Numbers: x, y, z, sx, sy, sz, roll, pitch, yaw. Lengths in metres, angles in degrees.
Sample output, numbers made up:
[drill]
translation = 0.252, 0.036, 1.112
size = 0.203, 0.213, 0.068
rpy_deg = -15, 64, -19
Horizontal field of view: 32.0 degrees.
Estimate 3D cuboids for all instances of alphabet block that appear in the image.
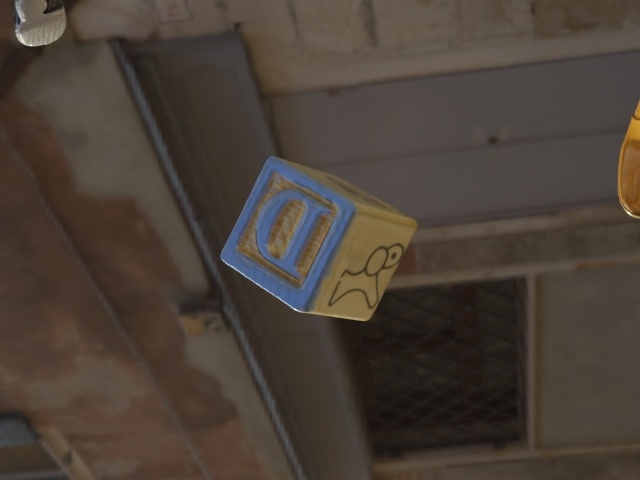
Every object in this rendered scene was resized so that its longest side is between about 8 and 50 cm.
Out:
[alphabet block]
translation = 0.000, 0.000, 1.754
size = 0.197, 0.193, 0.192
rpy_deg = 15, -74, -56

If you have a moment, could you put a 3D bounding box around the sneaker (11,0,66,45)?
[sneaker]
translation = -0.451, -0.438, 1.744
size = 0.153, 0.101, 0.268
rpy_deg = 64, 150, 21

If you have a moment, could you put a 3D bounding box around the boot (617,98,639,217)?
[boot]
translation = 0.520, -0.195, 1.715
size = 0.295, 0.104, 0.211
rpy_deg = -71, -21, -7
